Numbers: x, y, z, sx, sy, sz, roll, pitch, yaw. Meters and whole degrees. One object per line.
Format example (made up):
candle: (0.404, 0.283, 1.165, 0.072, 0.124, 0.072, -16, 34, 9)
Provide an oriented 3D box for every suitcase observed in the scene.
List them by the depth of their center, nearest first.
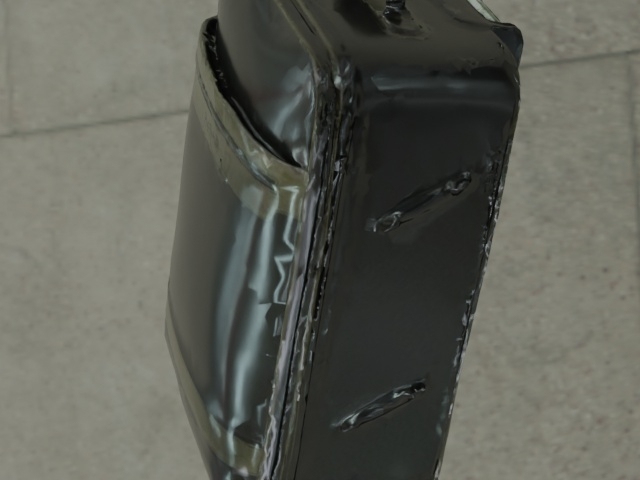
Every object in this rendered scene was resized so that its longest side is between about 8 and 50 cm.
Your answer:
suitcase: (0.000, 0.000, 1.050, 0.283, 0.194, 0.434, -117, 33, -55)
